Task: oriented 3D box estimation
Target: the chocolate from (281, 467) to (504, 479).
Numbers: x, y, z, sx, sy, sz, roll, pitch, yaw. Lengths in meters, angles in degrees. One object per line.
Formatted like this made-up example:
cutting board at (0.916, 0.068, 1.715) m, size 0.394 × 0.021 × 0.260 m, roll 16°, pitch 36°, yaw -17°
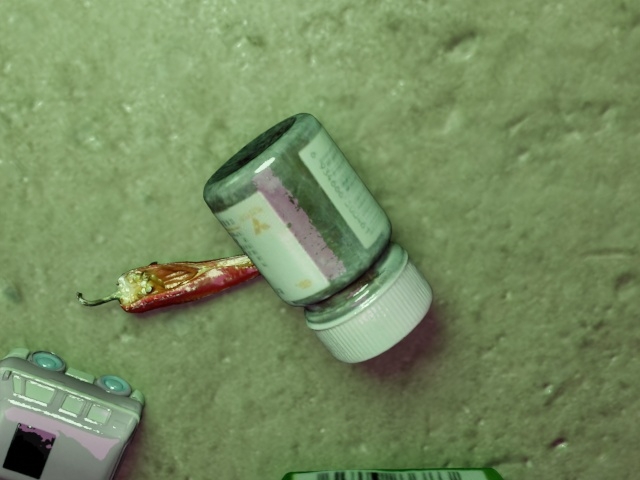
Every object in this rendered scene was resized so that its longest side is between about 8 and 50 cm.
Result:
chocolate at (0.098, 0.485, 1.177) m, size 0.360 × 0.161 × 0.341 m, roll -1°, pitch 109°, yaw 0°

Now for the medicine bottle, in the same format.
medicine bottle at (0.000, 0.000, 1.011) m, size 0.165 × 0.165 × 0.273 m, roll -33°, pitch 106°, yaw 10°

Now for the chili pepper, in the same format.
chili pepper at (-0.181, 0.054, 1.089) m, size 0.268 × 0.059 × 0.050 m, roll -13°, pitch 147°, yaw 0°

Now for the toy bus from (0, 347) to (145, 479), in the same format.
toy bus at (-0.343, 0.239, 1.094) m, size 0.202 × 0.142 × 0.142 m, roll 22°, pitch 107°, yaw -8°
